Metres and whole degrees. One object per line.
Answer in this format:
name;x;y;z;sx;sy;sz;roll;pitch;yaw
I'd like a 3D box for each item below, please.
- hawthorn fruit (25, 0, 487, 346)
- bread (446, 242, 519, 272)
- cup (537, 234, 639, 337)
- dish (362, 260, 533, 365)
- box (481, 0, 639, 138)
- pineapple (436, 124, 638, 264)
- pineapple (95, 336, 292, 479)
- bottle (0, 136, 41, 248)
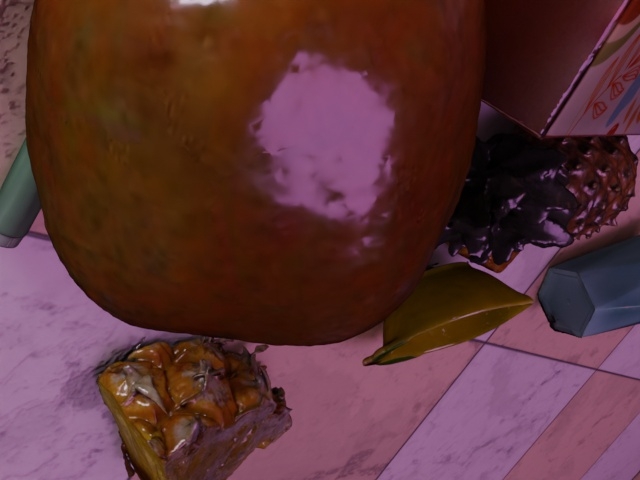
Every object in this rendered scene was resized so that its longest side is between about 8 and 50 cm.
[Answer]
hawthorn fruit;-0.031;-0.095;0.422;0.267;0.268;0.301;-19;135;-29
bread;0.195;-0.007;0.885;0.132;0.053;0.074;19;115;-50
cup;0.450;0.067;1.134;0.235;0.134;0.148;-11;159;-24
dish;0.136;0.077;0.870;0.207;0.080;0.149;-19;159;2
box;0.276;-0.258;0.584;0.385;0.122;0.345;-12;136;-55
pineapple;0.190;-0.054;0.747;0.310;0.170;0.141;-17;150;-42
pineapple;-0.119;0.186;0.732;0.186;0.114;0.236;-51;145;8
bottle;-0.203;-0.034;0.514;0.030;0.030;0.083;15;115;-48
